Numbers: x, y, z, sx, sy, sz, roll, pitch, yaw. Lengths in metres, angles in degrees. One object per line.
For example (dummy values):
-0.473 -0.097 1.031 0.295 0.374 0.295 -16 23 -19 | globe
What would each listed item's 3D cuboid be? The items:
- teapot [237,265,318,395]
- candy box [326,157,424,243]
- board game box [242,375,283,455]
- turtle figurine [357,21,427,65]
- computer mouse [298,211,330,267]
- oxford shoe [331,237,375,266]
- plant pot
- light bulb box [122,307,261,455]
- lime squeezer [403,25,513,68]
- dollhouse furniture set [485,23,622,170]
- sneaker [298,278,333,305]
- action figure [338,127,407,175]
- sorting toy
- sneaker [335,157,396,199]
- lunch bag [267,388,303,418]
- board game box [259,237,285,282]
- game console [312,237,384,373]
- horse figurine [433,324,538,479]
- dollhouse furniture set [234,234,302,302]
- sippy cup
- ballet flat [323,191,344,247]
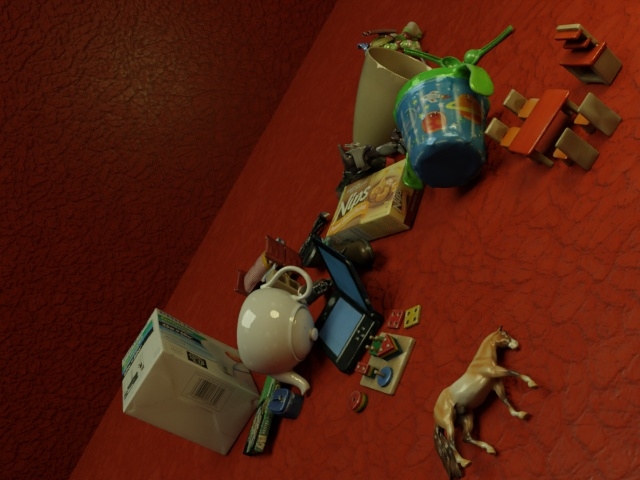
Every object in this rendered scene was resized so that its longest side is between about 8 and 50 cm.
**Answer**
-0.097 0.241 1.689 0.187 0.256 0.252 -1 42 20 | teapot
0.156 -0.099 1.785 0.316 0.087 0.183 -20 44 59 | candy box
-0.155 0.476 1.776 0.136 0.030 0.260 129 161 -60 | board game box
0.272 -0.638 2.203 0.266 0.274 0.198 -52 -11 -40 | turtle figurine
0.000 0.000 2.045 0.184 0.060 0.262 -62 10 5 | computer mouse
0.081 0.045 1.734 0.096 0.083 0.227 -22 4 -20 | oxford shoe
0.207 -0.405 1.902 0.256 0.256 0.274 -94 24 -54 | plant pot
-0.420 0.440 1.989 0.225 0.358 0.361 -57 23 2 | light bulb box
0.406 -0.541 1.802 0.310 0.110 0.059 -3 35 29 | lime squeezer
0.474 -0.287 1.270 0.259 0.135 0.262 -58 22 4 | dollhouse furniture set
-0.011 0.139 1.817 0.065 0.061 0.158 -33 0 28 | sneaker
0.201 -0.263 1.755 0.285 0.099 0.185 -14 7 12 | action figure
0.142 0.262 1.416 0.132 0.046 0.274 -4 58 64 | sorting toy
0.112 -0.205 1.955 0.276 0.135 0.098 -28 40 55 | sneaker
-0.096 0.438 1.681 0.098 0.065 0.067 -23 42 57 | lunch bag
-0.191 0.100 2.353 0.136 0.035 0.201 -46 26 31 | board game box
0.024 0.161 1.628 0.250 0.173 0.293 -59 21 1 | game console
0.271 0.283 1.087 0.263 0.066 0.174 -54 28 8 | horse figurine
-0.172 0.181 2.052 0.201 0.152 0.374 -49 24 25 | dollhouse furniture set
0.298 -0.253 1.500 0.240 0.305 0.224 -8 50 13 | sippy cup
0.066 -0.059 1.959 0.070 0.070 0.188 10 79 67 | ballet flat
